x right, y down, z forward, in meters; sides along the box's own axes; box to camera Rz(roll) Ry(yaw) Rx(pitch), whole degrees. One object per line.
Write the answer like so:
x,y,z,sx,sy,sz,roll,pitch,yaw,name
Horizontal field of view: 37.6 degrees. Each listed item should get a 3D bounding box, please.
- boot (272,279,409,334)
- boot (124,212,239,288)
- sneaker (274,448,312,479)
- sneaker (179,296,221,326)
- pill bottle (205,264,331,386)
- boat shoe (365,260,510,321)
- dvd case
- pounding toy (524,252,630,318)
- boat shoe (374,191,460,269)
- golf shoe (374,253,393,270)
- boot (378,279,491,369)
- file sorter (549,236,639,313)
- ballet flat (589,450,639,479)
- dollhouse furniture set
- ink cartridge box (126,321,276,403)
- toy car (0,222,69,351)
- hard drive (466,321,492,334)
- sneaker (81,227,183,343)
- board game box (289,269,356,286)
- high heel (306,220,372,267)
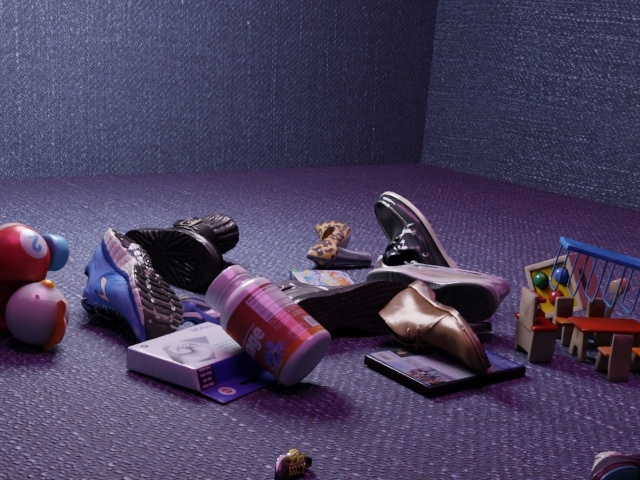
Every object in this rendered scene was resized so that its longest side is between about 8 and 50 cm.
0.017,0.123,1.983,0.338,0.118,0.222,2,7,-32,boot
-0.285,0.016,2.286,0.260,0.131,0.348,-8,17,-44,boot
-0.037,0.310,1.294,0.035,0.031,0.083,10,14,20,sneaker
-0.217,0.158,1.874,0.144,0.059,0.053,16,-22,-9,sneaker
-0.096,0.143,1.640,0.216,0.121,0.121,39,26,21,pill bottle
0.247,0.107,2.035,0.320,0.118,0.103,1,18,35,boat shoe
0.233,0.234,1.757,0.253,0.022,0.180,-4,16,-37,dvd case
0.574,0.119,2.083,0.094,0.181,0.206,-7,-10,-40,pounding toy
0.207,0.036,2.164,0.113,0.340,0.127,-25,-19,-26,boat shoe
0.212,0.088,2.239,0.198,0.094,0.077,13,14,27,golf shoe
0.214,0.181,1.786,0.115,0.112,0.305,-30,27,-11,boot
0.567,0.071,1.930,0.170,0.104,0.118,17,10,4,file sorter
0.424,0.326,1.309,0.203,0.074,0.074,4,11,-34,ballet flat
0.530,0.171,1.885,0.259,0.135,0.262,2,13,-11,dollhouse furniture set
-0.186,0.208,1.660,0.224,0.045,0.223,13,15,31,ink cartridge box
-0.528,0.100,1.720,0.238,0.210,0.219,27,11,30,toy car
0.273,0.184,1.937,0.135,0.022,0.094,-4,0,-38,hard drive
-0.383,0.117,1.861,0.130,0.147,0.330,35,9,-40,sneaker
0.014,0.111,2.192,0.136,0.035,0.201,1,13,-15,board game box
0.000,0.000,2.534,0.186,0.093,0.261,4,20,-32,high heel
